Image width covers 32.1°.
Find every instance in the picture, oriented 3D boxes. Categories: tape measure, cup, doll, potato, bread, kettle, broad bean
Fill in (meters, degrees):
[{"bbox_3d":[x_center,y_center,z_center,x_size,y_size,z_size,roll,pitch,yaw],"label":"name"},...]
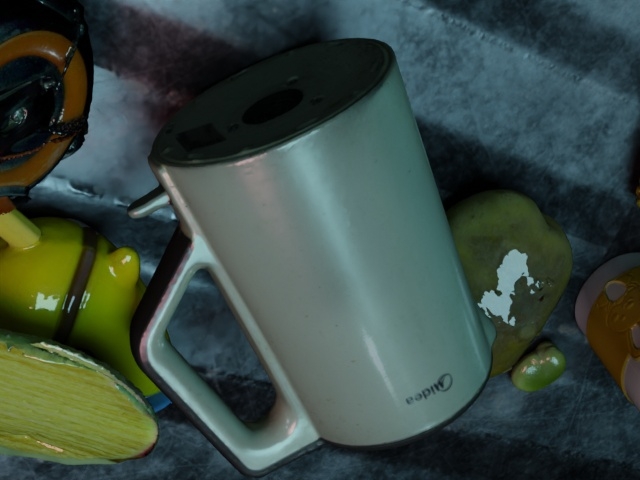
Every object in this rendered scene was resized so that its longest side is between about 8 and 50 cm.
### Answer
[{"bbox_3d":[-0.295,-0.133,0.994,0.223,0.135,0.202,-42,151,-42],"label":"tape measure"},{"bbox_3d":[0.470,0.111,1.450,0.241,0.226,0.185,-46,124,7],"label":"cup"},{"bbox_3d":[-0.252,0.076,1.177,0.200,0.145,0.363,-20,133,22],"label":"doll"},{"bbox_3d":[0.194,0.077,1.369,0.192,0.141,0.296,18,114,-27],"label":"potato"},{"bbox_3d":[-0.309,0.158,1.152,0.302,0.045,0.301,8,148,5],"label":"bread"},{"bbox_3d":[-0.026,0.039,1.139,0.361,0.250,0.376,-31,117,-12],"label":"kettle"},{"bbox_3d":[0.301,0.177,1.534,0.063,0.045,0.083,31,112,-33],"label":"broad bean"}]

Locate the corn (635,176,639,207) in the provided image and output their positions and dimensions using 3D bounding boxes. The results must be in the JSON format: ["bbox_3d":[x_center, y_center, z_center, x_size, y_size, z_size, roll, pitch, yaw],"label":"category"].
[{"bbox_3d":[0.459,-0.155,1.366,0.097,0.097,0.319,-5,120,-20],"label":"corn"}]
